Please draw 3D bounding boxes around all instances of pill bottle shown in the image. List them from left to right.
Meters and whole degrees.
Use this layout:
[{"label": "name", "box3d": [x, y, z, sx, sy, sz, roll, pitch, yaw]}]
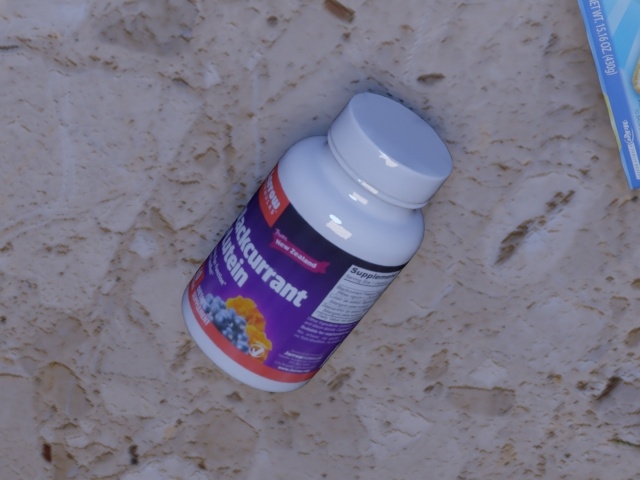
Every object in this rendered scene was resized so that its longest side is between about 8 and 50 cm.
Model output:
[{"label": "pill bottle", "box3d": [0.000, 0.000, 1.060, 0.108, 0.108, 0.193, 31, 119, -11]}]

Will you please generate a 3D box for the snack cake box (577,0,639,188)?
[{"label": "snack cake box", "box3d": [0.222, -0.176, 0.940, 0.152, 0.089, 0.264, -13, 118, 15]}]
